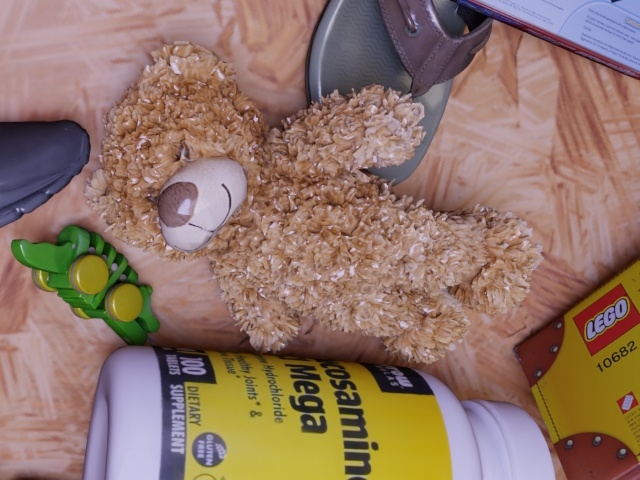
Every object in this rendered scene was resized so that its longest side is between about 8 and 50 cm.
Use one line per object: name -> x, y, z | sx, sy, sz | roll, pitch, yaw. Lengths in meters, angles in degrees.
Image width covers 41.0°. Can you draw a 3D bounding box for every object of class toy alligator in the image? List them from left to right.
toy alligator -> -0.153, 0.041, 0.651 | 0.190, 0.056, 0.051 | 48, 55, -39

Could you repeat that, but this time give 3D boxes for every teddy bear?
teddy bear -> 0.000, 0.000, 0.618 | 0.245, 0.113, 0.338 | -24, 132, 34

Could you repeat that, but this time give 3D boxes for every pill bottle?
pill bottle -> -0.002, 0.184, 0.648 | 0.334, 0.188, 0.188 | 7, 107, -20

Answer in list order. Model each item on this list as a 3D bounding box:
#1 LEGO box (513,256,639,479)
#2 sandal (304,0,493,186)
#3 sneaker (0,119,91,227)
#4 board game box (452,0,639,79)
LEGO box -> 0.485, 0.101, 0.708 | 0.500, 0.193, 0.372 | -41, 118, 20
sandal -> 0.079, -0.182, 0.614 | 0.120, 0.086, 0.303 | 17, 104, -21
sneaker -> -0.295, -0.055, 0.544 | 0.286, 0.109, 0.130 | -11, 106, -14
board game box -> 0.181, -0.215, 0.607 | 0.281, 0.027, 0.145 | 8, 101, -39
